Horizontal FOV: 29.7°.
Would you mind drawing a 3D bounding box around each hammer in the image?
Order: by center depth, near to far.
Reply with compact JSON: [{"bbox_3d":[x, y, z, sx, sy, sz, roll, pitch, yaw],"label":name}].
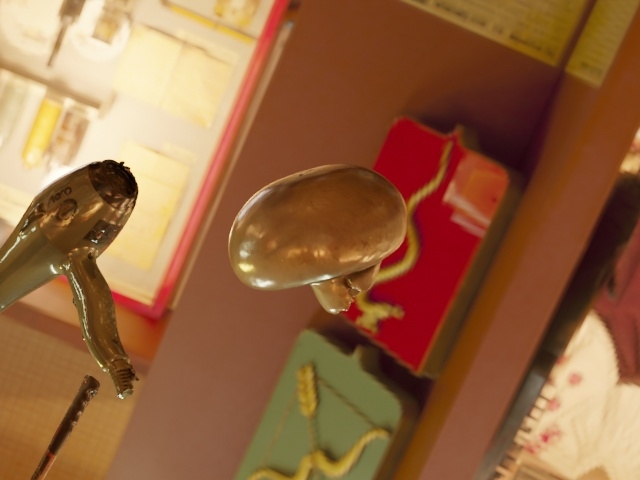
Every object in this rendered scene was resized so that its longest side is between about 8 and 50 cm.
[{"bbox_3d":[-0.459,0.362,2.076,0.111,0.287,0.033,7,151,44],"label":"hammer"}]

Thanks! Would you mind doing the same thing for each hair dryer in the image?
[{"bbox_3d":[-0.255,0.053,1.134,0.219,0.225,0.088,-17,160,35],"label":"hair dryer"}]

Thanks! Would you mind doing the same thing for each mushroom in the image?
[{"bbox_3d":[0.000,0.000,1.479,0.226,0.178,0.226,-16,-163,5],"label":"mushroom"}]
